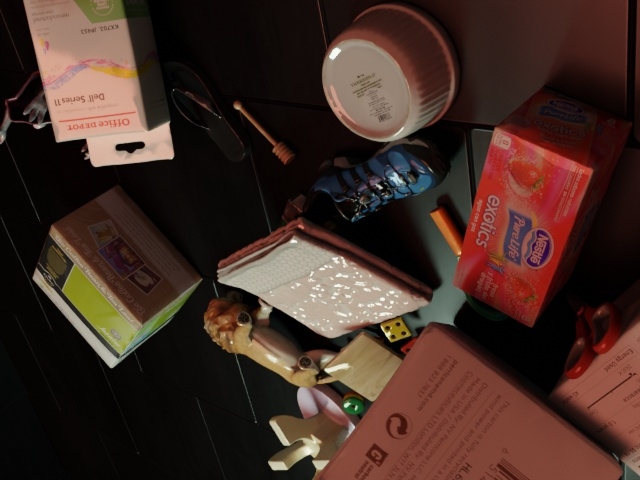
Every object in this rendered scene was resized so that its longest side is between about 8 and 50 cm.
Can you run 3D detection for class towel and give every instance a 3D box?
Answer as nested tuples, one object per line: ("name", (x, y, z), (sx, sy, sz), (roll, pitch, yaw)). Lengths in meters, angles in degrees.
("towel", (-0.002, 0.087, 1.513), (0.317, 0.053, 0.332), (29, 150, -23))

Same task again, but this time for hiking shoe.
("hiking shoe", (0.090, -0.084, 1.312), (0.113, 0.132, 0.304), (45, 149, -23))

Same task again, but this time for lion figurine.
("lion figurine", (-0.099, 0.248, 1.779), (0.392, 0.142, 0.240), (40, 148, 6))

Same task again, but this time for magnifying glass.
("magnifying glass", (0.260, 0.042, 1.351), (0.092, 0.026, 0.231), (-21, 104, 50))

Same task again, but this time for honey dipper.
("honey dipper", (-0.110, -0.213, 1.504), (0.160, 0.030, 0.030), (48, 142, 9))

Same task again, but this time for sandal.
("sandal", (-0.237, -0.263, 1.560), (0.254, 0.054, 0.097), (49, 142, 2))

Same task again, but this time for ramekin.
("ramekin", (0.099, -0.251, 1.202), (0.207, 0.109, 0.207), (25, 135, 28))

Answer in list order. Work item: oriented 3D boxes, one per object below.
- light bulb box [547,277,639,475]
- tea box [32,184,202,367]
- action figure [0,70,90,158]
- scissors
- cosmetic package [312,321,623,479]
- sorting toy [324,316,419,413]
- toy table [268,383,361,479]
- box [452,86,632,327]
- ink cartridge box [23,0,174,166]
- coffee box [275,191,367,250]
("light bulb box", (0.566, 0.183, 1.007), (0.361, 0.225, 0.358), (40, 140, 10))
("tea box", (-0.529, 0.097, 2.004), (0.329, 0.220, 0.323), (48, 142, 2))
("action figure", (-0.617, -0.333, 1.766), (0.370, 0.248, 0.275), (-164, 80, -67))
("scissors", (0.385, 0.100, 1.111), (0.021, 0.297, 0.109), (31, 116, 5))
("cosmetic package", (0.230, 0.356, 1.255), (0.327, 0.329, 0.394), (37, -177, 15))
("sorting toy", (0.105, 0.244, 1.600), (0.132, 0.046, 0.274), (34, 122, -15))
("toy table", (0.002, 0.487, 1.855), (0.274, 0.161, 0.252), (52, 141, 0))
("box", (0.313, -0.045, 1.129), (0.142, 0.154, 0.299), (29, 136, 24))
("ink cartridge box", (-0.426, -0.313, 1.533), (0.207, 0.119, 0.353), (-5, 106, 13))
("coffee box", (0.000, 0.000, 1.555), (0.184, 0.040, 0.113), (41, 141, 12))
